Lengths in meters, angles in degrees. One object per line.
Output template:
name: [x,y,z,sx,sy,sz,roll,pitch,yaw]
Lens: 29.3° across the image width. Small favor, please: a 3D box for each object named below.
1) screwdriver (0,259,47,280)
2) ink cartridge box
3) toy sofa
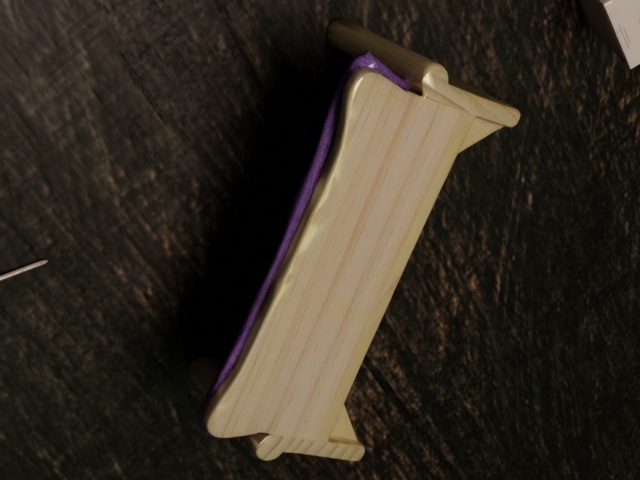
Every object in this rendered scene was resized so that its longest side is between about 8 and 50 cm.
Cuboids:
screwdriver: [-0.288,0.043,0.949,0.170,0.024,0.025,-25,156,-27]
ink cartridge box: [0.326,-0.254,1.176,0.143,0.092,0.090,-33,132,6]
toy sofa: [0.000,0.000,1.059,0.177,0.150,0.362,14,105,-36]
